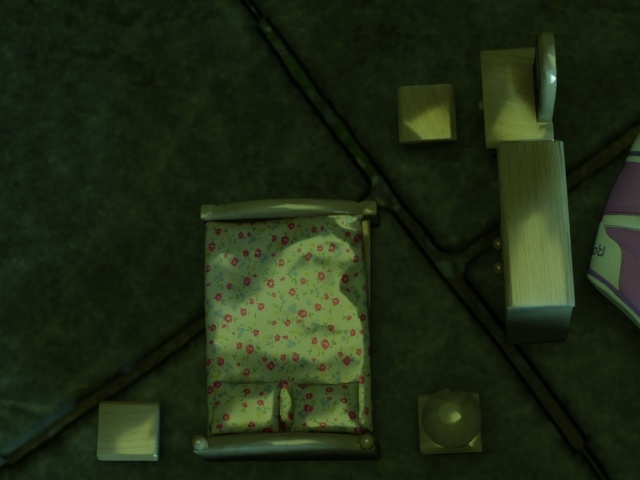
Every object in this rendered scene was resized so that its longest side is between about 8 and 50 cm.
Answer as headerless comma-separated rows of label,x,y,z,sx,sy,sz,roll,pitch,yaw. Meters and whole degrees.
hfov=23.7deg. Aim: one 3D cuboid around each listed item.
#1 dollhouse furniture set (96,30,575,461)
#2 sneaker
dollhouse furniture set,0.000,0.000,1.113,0.355,0.174,0.303,-3,75,6
sneaker,0.333,0.042,1.108,0.282,0.102,0.161,21,82,22
